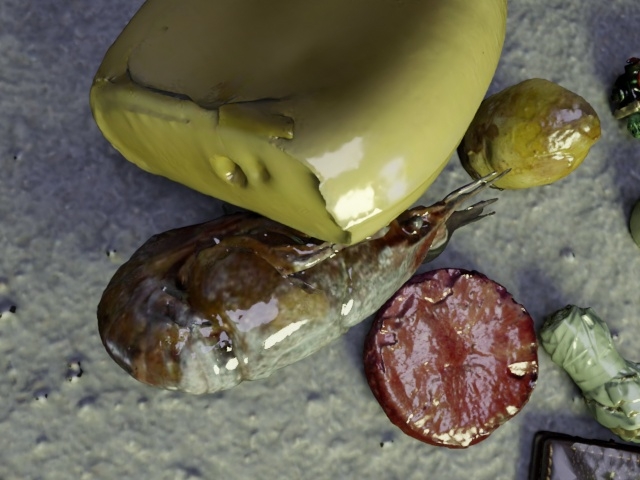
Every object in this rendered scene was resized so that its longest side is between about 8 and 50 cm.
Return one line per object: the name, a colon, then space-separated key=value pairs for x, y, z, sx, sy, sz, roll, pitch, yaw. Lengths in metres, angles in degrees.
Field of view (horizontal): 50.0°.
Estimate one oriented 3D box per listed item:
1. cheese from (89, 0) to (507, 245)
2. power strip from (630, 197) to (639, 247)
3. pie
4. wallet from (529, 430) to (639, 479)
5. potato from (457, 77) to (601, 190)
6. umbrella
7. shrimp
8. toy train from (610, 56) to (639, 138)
cheese: x=0.006 y=-0.148 z=0.496 sx=0.259 sy=0.128 sz=0.316 roll=23 pitch=61 yaw=20
power strip: x=0.397 y=0.040 z=0.616 sx=0.285 sy=0.048 sz=0.080 roll=35 pitch=76 yaw=-4
pie: x=0.109 y=0.096 z=0.563 sx=0.154 sy=0.036 sz=0.155 roll=1 pitch=82 yaw=-10
wallet: x=0.293 y=0.285 z=0.557 sx=0.262 sy=0.071 sz=0.221 roll=11 pitch=81 yaw=-2
potato: x=0.169 y=-0.084 z=0.565 sx=0.066 sy=0.103 sz=0.096 roll=-44 pitch=90 yaw=-16
umbrella: x=0.244 y=0.115 z=0.573 sx=0.143 sy=0.062 sz=0.067 roll=47 pitch=112 yaw=9
shrimp: x=0.003 y=0.007 z=0.517 sx=0.343 sy=0.145 sz=0.117 roll=-21 pitch=127 yaw=-21
toy train: x=0.386 y=-0.151 z=0.639 sx=0.249 sy=0.053 sz=0.085 roll=-15 pitch=91 yaw=-12
